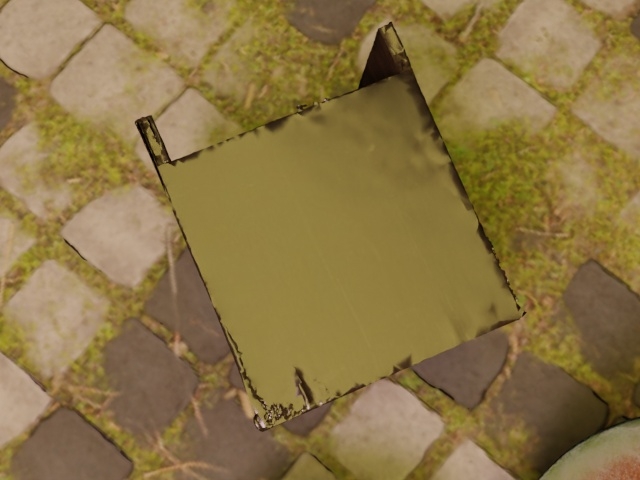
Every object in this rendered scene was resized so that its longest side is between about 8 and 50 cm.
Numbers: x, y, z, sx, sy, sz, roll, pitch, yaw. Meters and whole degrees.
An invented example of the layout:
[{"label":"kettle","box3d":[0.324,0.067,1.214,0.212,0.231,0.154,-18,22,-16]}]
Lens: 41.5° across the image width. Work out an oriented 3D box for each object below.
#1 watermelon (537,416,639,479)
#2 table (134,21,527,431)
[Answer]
[{"label":"watermelon","box3d":[0.224,0.267,0.538,0.175,0.188,0.321,-2,81,44]},{"label":"table","box3d":[0.000,0.000,0.563,0.169,0.172,0.193,-23,83,-7]}]
